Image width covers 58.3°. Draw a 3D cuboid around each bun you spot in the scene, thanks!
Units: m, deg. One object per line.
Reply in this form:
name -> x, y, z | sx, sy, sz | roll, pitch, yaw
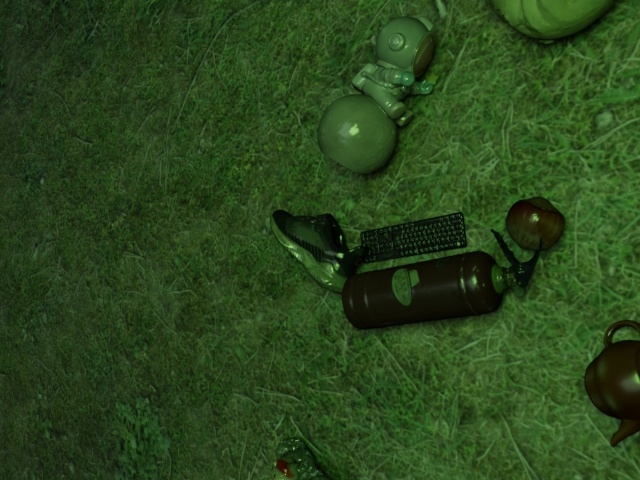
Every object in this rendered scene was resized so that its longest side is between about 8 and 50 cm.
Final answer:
bun -> 0.339, -0.429, 0.831 | 0.259, 0.160, 0.259 | -5, 80, 34

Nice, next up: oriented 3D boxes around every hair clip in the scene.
hair clip -> 0.014, 0.490, 1.037 | 0.321, 0.091, 0.138 | 23, 102, 37

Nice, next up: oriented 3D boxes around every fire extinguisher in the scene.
fire extinguisher -> 0.193, 0.063, 0.918 | 0.344, 0.102, 0.138 | -15, 115, 35

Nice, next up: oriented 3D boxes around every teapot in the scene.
teapot -> 0.407, 0.188, 0.771 | 0.116, 0.116, 0.173 | -12, 53, 35

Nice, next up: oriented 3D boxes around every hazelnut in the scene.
hazelnut -> 0.321, -0.024, 0.861 | 0.087, 0.086, 0.086 | -3, 84, 36

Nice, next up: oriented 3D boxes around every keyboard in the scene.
keyboard -> 0.159, -0.003, 1.017 | 0.205, 0.013, 0.061 | -11, 79, 35

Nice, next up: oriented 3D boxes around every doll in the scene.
doll -> 0.105, -0.259, 1.005 | 0.151, 0.151, 0.287 | 36, 103, 33

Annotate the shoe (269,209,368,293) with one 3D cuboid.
shoe -> 0.000, 0.000, 1.090 | 0.112, 0.099, 0.227 | -50, 62, 14
